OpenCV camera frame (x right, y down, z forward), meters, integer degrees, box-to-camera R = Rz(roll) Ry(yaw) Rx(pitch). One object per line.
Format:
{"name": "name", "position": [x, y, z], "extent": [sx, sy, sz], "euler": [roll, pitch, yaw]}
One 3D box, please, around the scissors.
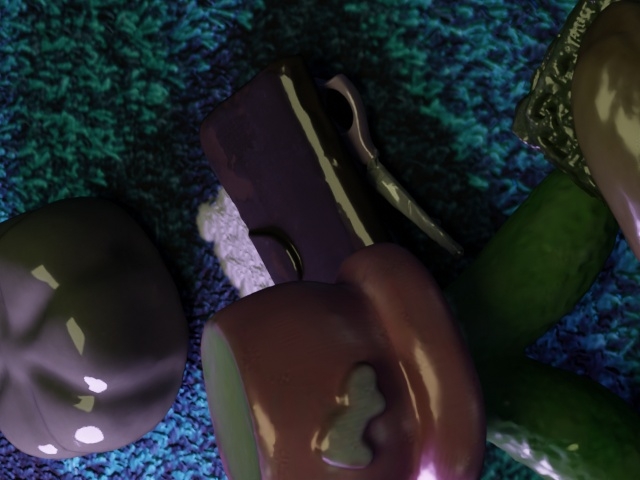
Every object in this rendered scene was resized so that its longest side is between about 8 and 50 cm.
{"name": "scissors", "position": [0.053, -0.055, 1.713], "extent": [0.212, 0.021, 0.110], "euler": [43, 134, 22]}

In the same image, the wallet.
{"name": "wallet", "position": [0.000, 0.000, 1.747], "extent": [0.165, 0.042, 0.309], "euler": [-32, 84, 48]}

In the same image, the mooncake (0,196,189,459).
{"name": "mooncake", "position": [-0.257, 0.091, 1.957], "extent": [0.275, 0.135, 0.275], "euler": [18, 117, 39]}

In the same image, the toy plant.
{"name": "toy plant", "position": [0.094, 0.125, 1.550], "extent": [0.210, 0.356, 0.317], "euler": [-5, 98, 67]}

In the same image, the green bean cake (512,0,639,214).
{"name": "green bean cake", "position": [0.248, -0.106, 1.481], "extent": [0.181, 0.094, 0.173], "euler": [44, 126, 21]}

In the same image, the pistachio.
{"name": "pistachio", "position": [0.245, -0.060, 1.366], "extent": [0.136, 0.136, 0.226], "euler": [-9, 109, 42]}
